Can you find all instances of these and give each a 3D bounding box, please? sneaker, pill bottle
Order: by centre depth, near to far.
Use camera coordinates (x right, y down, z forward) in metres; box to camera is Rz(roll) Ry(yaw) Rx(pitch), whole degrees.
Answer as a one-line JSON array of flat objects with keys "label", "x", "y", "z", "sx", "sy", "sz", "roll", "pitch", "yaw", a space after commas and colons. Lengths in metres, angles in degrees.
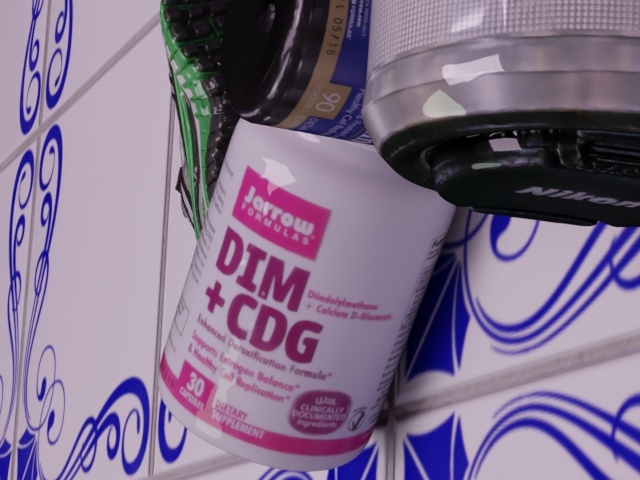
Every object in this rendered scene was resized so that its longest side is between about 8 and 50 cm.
[{"label": "pill bottle", "x": 0.063, "y": -0.111, "z": 1.033, "sx": 0.123, "sy": 0.219, "sz": 0.123, "roll": -171, "pitch": 90, "yaw": -67}, {"label": "pill bottle", "x": 0.000, "y": 0.000, "z": 1.207, "sx": 0.160, "sy": 0.160, "sz": 0.283, "roll": -124, "pitch": 48, "yaw": -57}, {"label": "sneaker", "x": -0.075, "y": -0.088, "z": 1.444, "sx": 0.146, "sy": 0.134, "sz": 0.344, "roll": 117, "pitch": 153, "yaw": -46}]

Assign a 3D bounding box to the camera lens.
[{"label": "camera lens", "x": 0.137, "y": -0.154, "z": 0.883, "sx": 0.219, "sy": 0.219, "sz": 0.274, "roll": 163, "pitch": 113, "yaw": -64}]
